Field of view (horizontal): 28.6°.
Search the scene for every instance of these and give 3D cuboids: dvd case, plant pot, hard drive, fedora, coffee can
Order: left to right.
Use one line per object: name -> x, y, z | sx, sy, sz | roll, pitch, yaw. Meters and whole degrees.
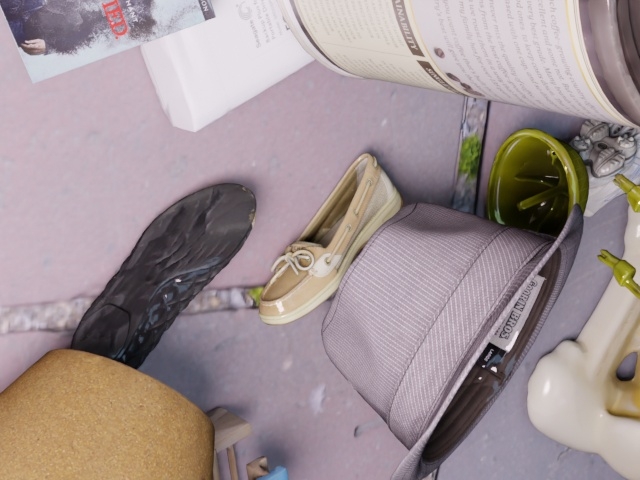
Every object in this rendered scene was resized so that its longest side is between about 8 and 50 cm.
plant pot -> -0.166, 0.202, 0.737 | 0.237, 0.237, 0.254 | 47, 56, -40
dvd case -> -0.132, -0.153, 0.746 | 0.119, 0.013, 0.087 | -21, 119, -7
hard drive -> -0.007, -0.234, 0.850 | 0.307, 0.040, 0.203 | -36, 124, -29
fedora -> 0.084, 0.054, 0.923 | 0.243, 0.124, 0.275 | -57, 164, 2
coffee can -> 0.128, -0.180, 0.770 | 0.202, 0.275, 0.201 | -14, 111, -39

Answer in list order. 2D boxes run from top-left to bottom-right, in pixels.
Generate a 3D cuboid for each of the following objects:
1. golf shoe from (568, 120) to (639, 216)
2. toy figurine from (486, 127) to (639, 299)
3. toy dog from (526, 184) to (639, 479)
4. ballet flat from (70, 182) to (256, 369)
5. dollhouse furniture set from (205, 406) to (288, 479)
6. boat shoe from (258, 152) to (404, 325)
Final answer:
golf shoe -> 0.286, -0.087, 1.156 | 0.176, 0.069, 0.086 | -32, 142, -28
toy figurine -> 0.266, -0.158, 1.017 | 0.217, 0.191, 0.362 | -36, 136, -45
toy dog -> 0.453, 0.173, 1.133 | 0.284, 0.408, 0.395 | -50, 129, -18
ballet flat -> -0.106, 0.026, 0.845 | 0.173, 0.057, 0.049 | -48, 170, -19
dollhouse furniture set -> -0.069, 0.242, 0.875 | 0.129, 0.129, 0.183 | -25, 119, -35
boat shoe -> 0.002, 0.000, 0.921 | 0.153, 0.056, 0.048 | -45, 119, -24
